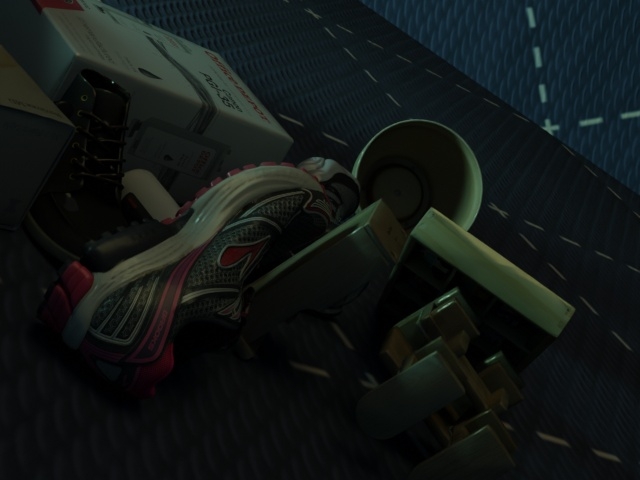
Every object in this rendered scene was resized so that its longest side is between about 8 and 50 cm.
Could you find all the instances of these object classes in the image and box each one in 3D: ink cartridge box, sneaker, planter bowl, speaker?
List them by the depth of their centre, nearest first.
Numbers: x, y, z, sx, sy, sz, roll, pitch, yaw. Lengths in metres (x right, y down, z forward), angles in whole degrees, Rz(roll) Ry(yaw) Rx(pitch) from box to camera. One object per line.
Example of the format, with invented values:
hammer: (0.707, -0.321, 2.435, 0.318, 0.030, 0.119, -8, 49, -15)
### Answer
sneaker: (-0.089, 0.033, 1.204, 0.112, 0.121, 0.299, 45, 44, 13)
sneaker: (-0.201, -0.063, 1.296, 0.083, 0.118, 0.222, 21, 21, -38)
speaker: (-0.143, -0.007, 1.363, 0.055, 0.055, 0.136, 16, 25, -46)
ink cartridge box: (-0.197, -0.147, 1.540, 0.283, 0.117, 0.207, 19, 22, -41)
sneaker: (0.000, 0.000, 1.545, 0.153, 0.101, 0.268, 40, 23, 18)
planter bowl: (0.105, -0.062, 1.850, 0.162, 0.162, 0.109, 31, -11, -11)

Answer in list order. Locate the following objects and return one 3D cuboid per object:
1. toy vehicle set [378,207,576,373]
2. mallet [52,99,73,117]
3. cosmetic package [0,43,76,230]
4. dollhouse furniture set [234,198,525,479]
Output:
toy vehicle set: (0.149, 0.066, 1.505, 0.166, 0.035, 0.267, 35, -16, 6)
mallet: (-0.266, -0.113, 1.326, 0.189, 0.039, 0.062, 9, -11, 43)
cosmetic package: (-0.360, -0.150, 1.256, 0.309, 0.113, 0.160, 44, 19, 32)
dollhouse furniture set: (0.051, 0.114, 1.332, 0.242, 0.161, 0.212, 55, 16, -6)
